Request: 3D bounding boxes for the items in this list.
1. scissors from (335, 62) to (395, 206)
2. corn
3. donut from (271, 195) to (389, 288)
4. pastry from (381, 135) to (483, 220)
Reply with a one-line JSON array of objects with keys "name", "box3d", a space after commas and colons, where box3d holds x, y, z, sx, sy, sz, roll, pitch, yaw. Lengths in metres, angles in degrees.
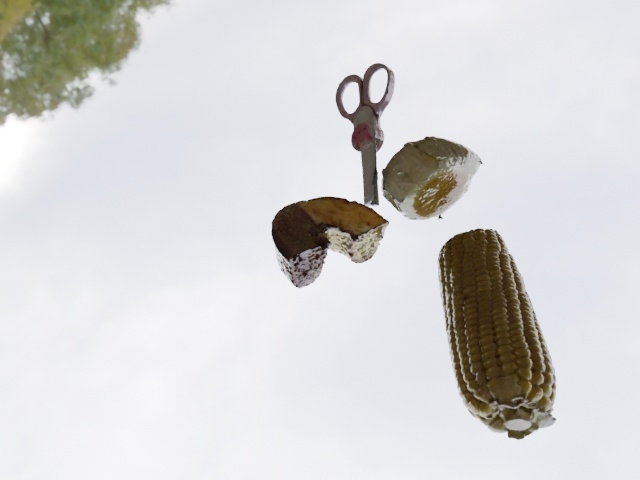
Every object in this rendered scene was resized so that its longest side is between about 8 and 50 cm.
[{"name": "scissors", "box3d": [0.076, -0.170, 1.472, 0.118, 0.030, 0.242, -16, -111, 40]}, {"name": "corn", "box3d": [0.250, 0.121, 1.328, 0.144, 0.144, 0.387, -16, -140, 6]}, {"name": "donut", "box3d": [0.002, -0.001, 1.537, 0.217, 0.085, 0.141, -17, -136, -31]}, {"name": "pastry", "box3d": [0.176, -0.102, 1.455, 0.165, 0.166, 0.088, -28, -122, -10]}]
